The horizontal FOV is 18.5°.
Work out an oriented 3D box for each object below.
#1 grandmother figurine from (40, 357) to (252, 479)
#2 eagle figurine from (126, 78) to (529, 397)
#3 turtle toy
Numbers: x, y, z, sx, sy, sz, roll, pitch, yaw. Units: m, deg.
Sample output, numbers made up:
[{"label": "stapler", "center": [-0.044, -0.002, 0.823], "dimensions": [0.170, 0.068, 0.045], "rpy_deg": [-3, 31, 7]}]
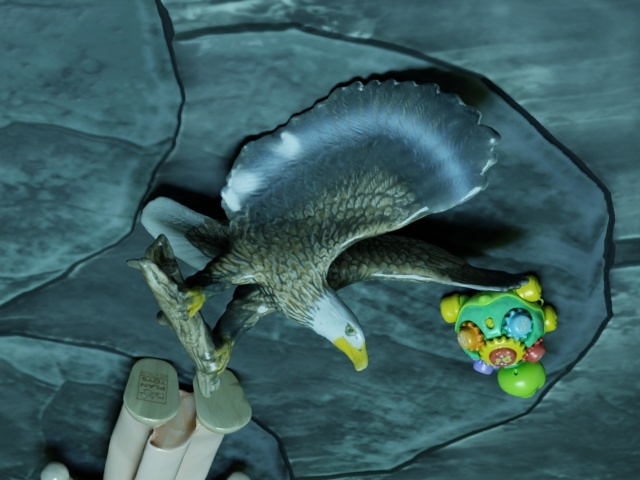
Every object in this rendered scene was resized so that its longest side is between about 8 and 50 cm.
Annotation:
[{"label": "grandmother figurine", "center": [-0.177, 0.256, 1.957], "dimensions": [0.207, 0.104, 0.342], "rpy_deg": [14, 135, -4]}, {"label": "eagle figurine", "center": [0.006, 0.009, 1.638], "dimensions": [0.298, 0.225, 0.226], "rpy_deg": [-31, -177, -9]}, {"label": "turtle toy", "center": [0.169, 0.091, 1.791], "dimensions": [0.095, 0.066, 0.130], "rpy_deg": [-16, 137, 17]}]
